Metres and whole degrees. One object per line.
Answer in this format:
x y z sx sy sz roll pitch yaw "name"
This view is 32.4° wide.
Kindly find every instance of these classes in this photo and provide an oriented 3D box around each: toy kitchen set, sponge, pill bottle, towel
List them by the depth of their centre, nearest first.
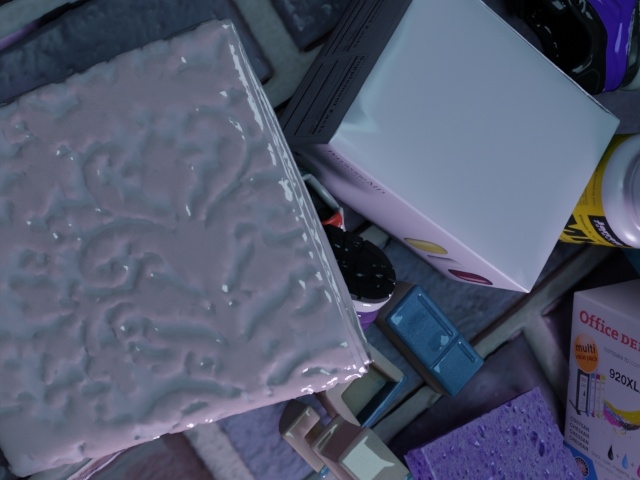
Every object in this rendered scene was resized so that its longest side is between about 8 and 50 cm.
-0.163 0.016 0.913 0.332 0.053 0.316 -18 103 11 "towel"
0.087 0.159 1.065 0.207 0.166 0.122 -47 110 -16 "toy kitchen set"
0.183 0.236 1.135 0.210 0.031 0.117 -16 78 -45 "sponge"
0.308 -0.052 1.137 0.119 0.208 0.119 -2 94 -26 "pill bottle"

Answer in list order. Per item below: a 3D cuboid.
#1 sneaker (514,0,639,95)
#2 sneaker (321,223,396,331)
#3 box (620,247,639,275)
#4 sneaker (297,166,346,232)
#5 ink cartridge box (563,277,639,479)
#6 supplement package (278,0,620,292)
0.270 -0.294 1.163 0.146 0.102 0.293 -13 99 -24 "sneaker"
-0.083 0.022 1.008 0.283 0.124 0.107 29 38 -3 "sneaker"
0.394 0.024 1.153 0.101 0.244 0.060 0 110 0 "box"
0.000 0.000 1.063 0.057 0.075 0.161 -33 106 -21 "sneaker"
0.380 0.172 1.184 0.168 0.171 0.232 -8 108 -25 "ink cartridge box"
0.121 -0.104 1.078 0.262 0.145 0.204 35 78 -23 "supplement package"
